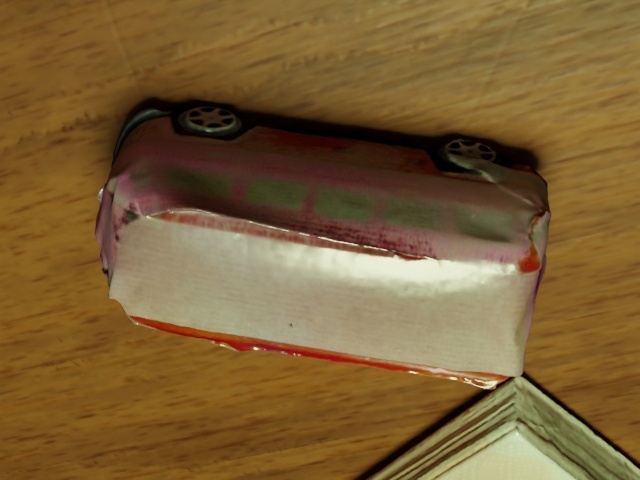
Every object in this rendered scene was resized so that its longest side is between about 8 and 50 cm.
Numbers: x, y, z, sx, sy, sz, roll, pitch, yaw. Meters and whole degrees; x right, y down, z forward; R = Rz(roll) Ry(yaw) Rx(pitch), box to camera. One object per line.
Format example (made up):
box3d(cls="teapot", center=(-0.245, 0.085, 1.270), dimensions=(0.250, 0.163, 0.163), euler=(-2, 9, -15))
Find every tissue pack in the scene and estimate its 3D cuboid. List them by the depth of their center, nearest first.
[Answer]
box3d(cls="tissue pack", center=(0.102, 0.254, 1.030), dimensions=(0.170, 0.071, 0.325), euler=(36, 124, -20))

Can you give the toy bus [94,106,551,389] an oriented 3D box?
box3d(cls="toy bus", center=(0.000, 0.000, 0.819), dimensions=(0.303, 0.147, 0.127), euler=(8, 121, 1))
